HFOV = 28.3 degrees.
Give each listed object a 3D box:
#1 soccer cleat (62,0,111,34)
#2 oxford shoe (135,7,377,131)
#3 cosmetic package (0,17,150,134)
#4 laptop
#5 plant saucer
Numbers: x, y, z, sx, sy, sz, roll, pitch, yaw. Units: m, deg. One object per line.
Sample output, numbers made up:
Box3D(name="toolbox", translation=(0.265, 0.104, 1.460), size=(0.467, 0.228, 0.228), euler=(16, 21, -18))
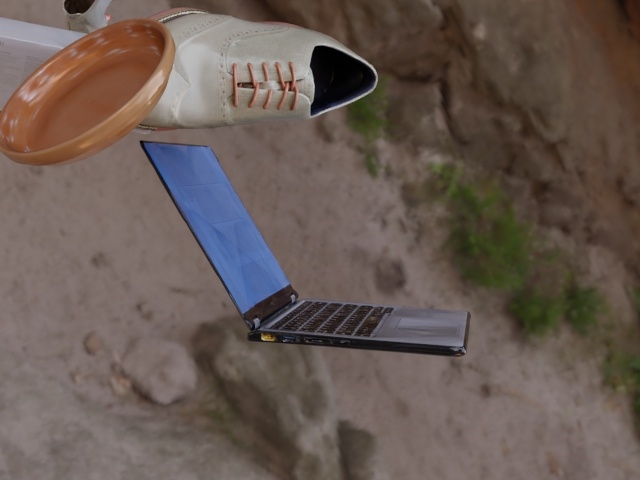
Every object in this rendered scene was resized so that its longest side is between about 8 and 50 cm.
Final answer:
Box3D(name="soccer cleat", translation=(-0.296, -0.288, 1.589), size=(0.068, 0.196, 0.076), euler=(48, 54, 6))
Box3D(name="oxford shoe", translation=(-0.088, -0.200, 1.497), size=(0.397, 0.146, 0.141), euler=(-19, 117, -48))
Box3D(name="cosmetic package", translation=(-0.313, -0.201, 1.527), size=(0.239, 0.099, 0.060), euler=(8, 33, -23))
Box3D(name="laptop", translation=(0.000, 0.000, 1.684), size=(0.382, 0.407, 0.236), euler=(-26, 120, -82))
Box3D(name="plant saucer", translation=(-0.223, -0.139, 1.233), size=(0.037, 0.200, 0.200), euler=(57, 30, -36))
